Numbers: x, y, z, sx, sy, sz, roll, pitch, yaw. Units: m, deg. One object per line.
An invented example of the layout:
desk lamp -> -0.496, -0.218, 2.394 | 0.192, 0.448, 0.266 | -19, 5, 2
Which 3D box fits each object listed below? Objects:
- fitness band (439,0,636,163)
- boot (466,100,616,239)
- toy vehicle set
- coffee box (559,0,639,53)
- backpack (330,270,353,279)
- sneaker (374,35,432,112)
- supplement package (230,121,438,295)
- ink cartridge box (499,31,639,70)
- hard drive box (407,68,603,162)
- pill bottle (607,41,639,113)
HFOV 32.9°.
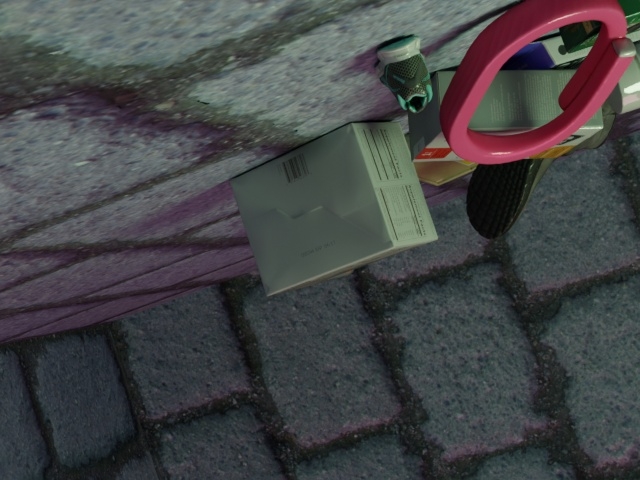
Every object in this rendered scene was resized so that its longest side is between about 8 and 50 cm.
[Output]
fitness band -> 0.262, -0.193, 1.335 | 0.209, 0.054, 0.291 | -8, 151, -20
boot -> 0.397, -0.150, 1.857 | 0.222, 0.118, 0.338 | -13, 142, -36
toy vehicle set -> 0.252, -0.173, 1.952 | 0.166, 0.035, 0.266 | 14, 153, -41
coffee box -> 0.408, -0.298, 1.387 | 0.184, 0.040, 0.113 | -19, 175, -6
backpack -> 0.000, 0.000, 2.426 | 0.144, 0.188, 0.166 | -17, 176, -25
sneaker -> 0.101, -0.183, 1.271 | 0.065, 0.076, 0.166 | -19, 176, 9
supplement package -> 0.020, -0.051, 1.739 | 0.261, 0.204, 0.145 | -22, 173, 34
ink cartridge box -> 0.326, -0.254, 1.578 | 0.208, 0.045, 0.206 | -16, 175, -18
hard drive box -> 0.258, -0.177, 1.551 | 0.232, 0.089, 0.181 | -2, 171, -8
pill bottle -> 0.552, -0.278, 1.667 | 0.229, 0.131, 0.131 | -19, 176, 1
